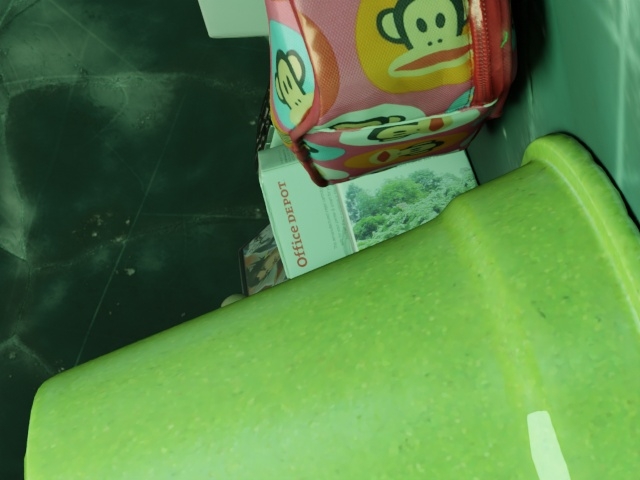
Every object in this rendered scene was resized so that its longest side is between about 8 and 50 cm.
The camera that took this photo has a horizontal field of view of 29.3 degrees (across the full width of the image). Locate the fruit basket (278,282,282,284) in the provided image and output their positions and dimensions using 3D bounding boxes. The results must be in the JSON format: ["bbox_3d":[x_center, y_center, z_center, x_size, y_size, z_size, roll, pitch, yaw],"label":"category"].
[{"bbox_3d":[0.021,0.206,1.040,0.327,0.165,0.353,-83,-8,-85],"label":"fruit basket"}]

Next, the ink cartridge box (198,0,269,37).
[{"bbox_3d":[-0.086,-0.416,1.460,0.207,0.117,0.283,75,-164,-61],"label":"ink cartridge box"}]

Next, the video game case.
[{"bbox_3d":[0.000,0.000,1.506,0.035,0.248,0.275,41,-165,-23],"label":"video game case"}]

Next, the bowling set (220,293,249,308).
[{"bbox_3d":[0.051,0.067,1.256,0.154,0.287,0.200,-118,45,-61],"label":"bowling set"}]

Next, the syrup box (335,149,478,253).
[{"bbox_3d":[0.073,0.015,0.852,0.096,0.093,0.237,74,180,-53],"label":"syrup box"}]

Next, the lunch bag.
[{"bbox_3d":[0.010,-0.169,0.621,0.293,0.120,0.258,66,-170,-87],"label":"lunch bag"}]

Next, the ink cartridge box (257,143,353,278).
[{"bbox_3d":[0.028,-0.041,1.075,0.063,0.150,0.109,-105,0,-65],"label":"ink cartridge box"}]

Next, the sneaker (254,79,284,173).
[{"bbox_3d":[0.030,-0.165,1.093,0.283,0.124,0.107,112,164,-47],"label":"sneaker"}]

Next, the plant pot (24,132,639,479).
[{"bbox_3d":[0.018,0.117,0.545,0.276,0.254,0.276,165,90,-89],"label":"plant pot"}]
